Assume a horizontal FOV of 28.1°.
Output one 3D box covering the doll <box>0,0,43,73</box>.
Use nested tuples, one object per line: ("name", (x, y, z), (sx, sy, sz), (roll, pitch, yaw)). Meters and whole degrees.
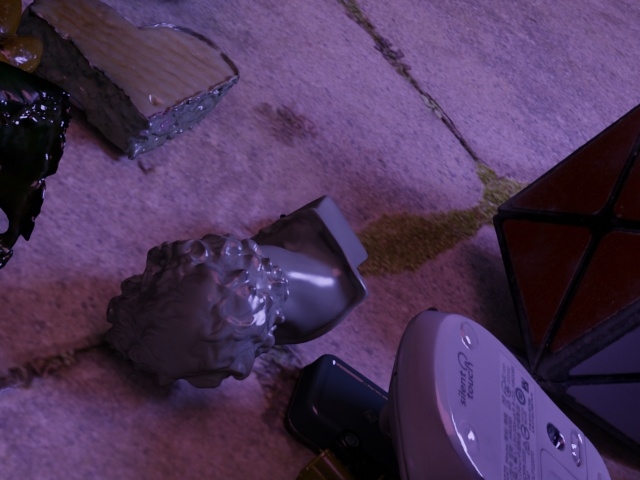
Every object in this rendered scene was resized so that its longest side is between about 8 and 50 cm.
("doll", (-0.295, -0.164, 1.051), (0.137, 0.097, 0.209), (7, 45, -19))

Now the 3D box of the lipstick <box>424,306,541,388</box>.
("lipstick", (0.159, 0.110, 1.251), (0.141, 0.040, 0.040), (26, 36, -21))

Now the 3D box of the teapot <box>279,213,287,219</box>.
("teapot", (0.000, 0.000, 1.212), (0.100, 0.045, 0.068), (22, 40, -26))

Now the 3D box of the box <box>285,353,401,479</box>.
("box", (0.034, 0.155, 1.080), (0.126, 0.031, 0.091), (37, 33, -10))

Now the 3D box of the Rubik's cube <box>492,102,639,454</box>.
("Rubik's cube", (0.359, 0.046, 1.300), (0.260, 0.255, 0.259), (35, 33, -28))

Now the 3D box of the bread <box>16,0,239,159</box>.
("bread", (-0.172, -0.147, 1.189), (0.232, 0.064, 0.172), (12, 43, -35))

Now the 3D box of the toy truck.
("toy truck", (0.026, 0.199, 1.007), (0.083, 0.049, 0.054), (47, 35, 10))

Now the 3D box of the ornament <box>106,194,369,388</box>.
("ornament", (-0.045, 0.037, 1.050), (0.285, 0.130, 0.120), (-21, 80, -54))

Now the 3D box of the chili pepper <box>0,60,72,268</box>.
("chili pepper", (-0.283, -0.032, 0.906), (0.148, 0.116, 0.264), (39, 45, -6))

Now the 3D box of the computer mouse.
("computer mouse", (0.132, 0.187, 1.034), (0.297, 0.121, 0.184), (39, 40, -34))
